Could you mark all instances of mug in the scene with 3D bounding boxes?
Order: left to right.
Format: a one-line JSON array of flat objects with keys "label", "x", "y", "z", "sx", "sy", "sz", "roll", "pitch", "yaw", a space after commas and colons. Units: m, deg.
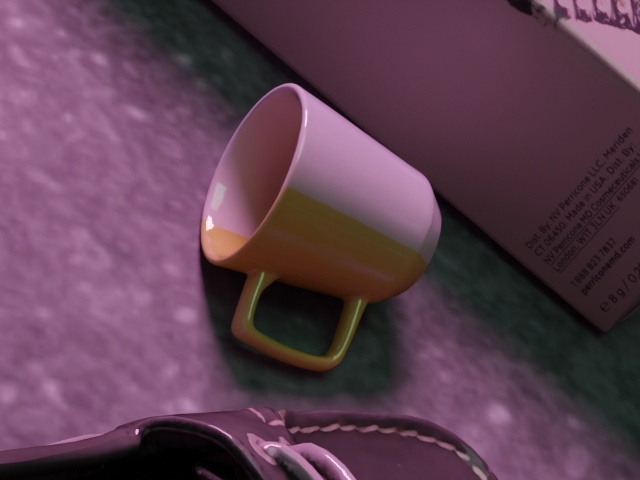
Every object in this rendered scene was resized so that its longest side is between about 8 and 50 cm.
[{"label": "mug", "x": 0.000, "y": -0.003, "z": 0.602, "sx": 0.064, "sy": 0.078, "sz": 0.062, "roll": 25, "pitch": 11, "yaw": -25}]

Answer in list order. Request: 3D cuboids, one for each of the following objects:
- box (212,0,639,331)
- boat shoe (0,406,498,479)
[{"label": "box", "x": 0.044, "y": -0.104, "z": 0.679, "sx": 0.275, "sy": 0.094, "sz": 0.113, "roll": 40, "pitch": 43, "yaw": 3}, {"label": "boat shoe", "x": -0.057, "y": 0.100, "z": 0.437, "sx": 0.335, "sy": 0.095, "sz": 0.112, "roll": -14, "pitch": 62, "yaw": -39}]
